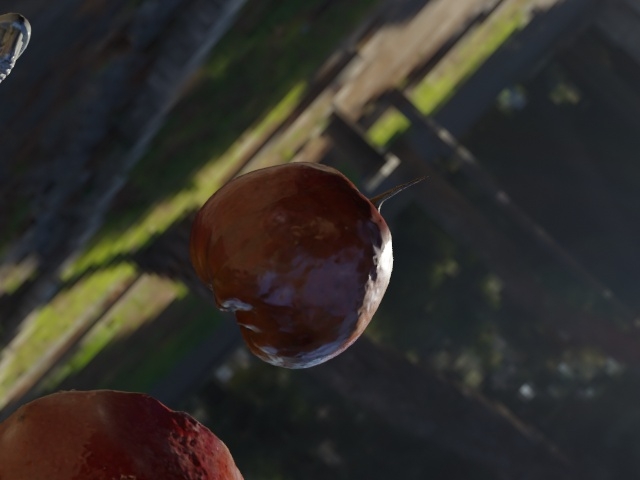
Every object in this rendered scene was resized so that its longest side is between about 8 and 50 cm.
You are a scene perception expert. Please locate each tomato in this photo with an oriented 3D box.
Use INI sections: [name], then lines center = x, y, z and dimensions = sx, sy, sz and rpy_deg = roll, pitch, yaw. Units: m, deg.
[tomato]
center = -0.203, 0.298, 1.952
dimensions = 0.309, 0.309, 0.170
rpy_deg = -47, -152, 0

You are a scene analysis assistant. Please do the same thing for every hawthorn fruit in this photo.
[hawthorn fruit]
center = -0.015, 0.005, 1.149
dimensions = 0.140, 0.125, 0.125
rpy_deg = -64, 172, 12

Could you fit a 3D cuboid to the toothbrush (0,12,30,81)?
[toothbrush]
center = -0.248, -0.033, 1.052
dimensions = 0.307, 0.025, 0.029
rpy_deg = -35, -150, 37
